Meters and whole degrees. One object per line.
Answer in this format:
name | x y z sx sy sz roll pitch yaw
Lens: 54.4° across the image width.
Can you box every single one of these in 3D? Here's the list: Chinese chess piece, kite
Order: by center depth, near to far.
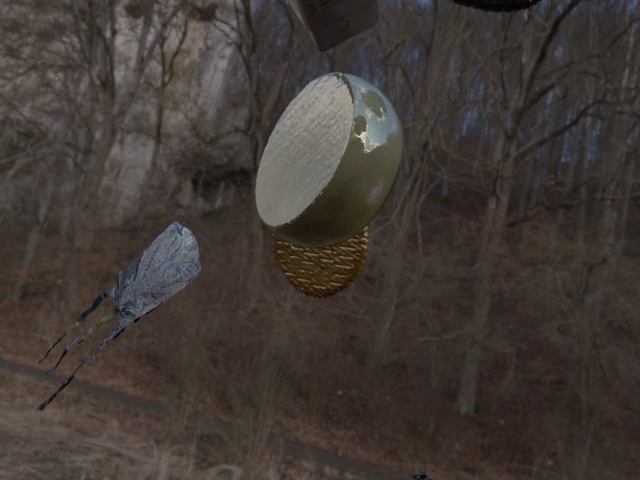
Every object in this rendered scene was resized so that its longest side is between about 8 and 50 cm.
kite | -0.267 0.092 0.802 0.015 0.285 0.152 45 0 -35
Chinese chess piece | 0.008 -0.111 0.883 0.097 0.251 0.250 24 -19 -32

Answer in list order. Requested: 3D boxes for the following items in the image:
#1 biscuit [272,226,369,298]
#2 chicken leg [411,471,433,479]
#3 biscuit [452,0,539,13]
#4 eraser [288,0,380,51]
biscuit | 0.000 0.000 1.362 0.253 0.254 0.035 1 -3 36
chicken leg | 0.050 0.308 0.514 0.063 0.234 0.105 4 -23 41
biscuit | 0.224 -0.374 0.830 0.194 0.195 0.053 13 -32 3
eraser | -0.012 -0.265 0.513 0.086 0.130 0.287 -24 -5 5
